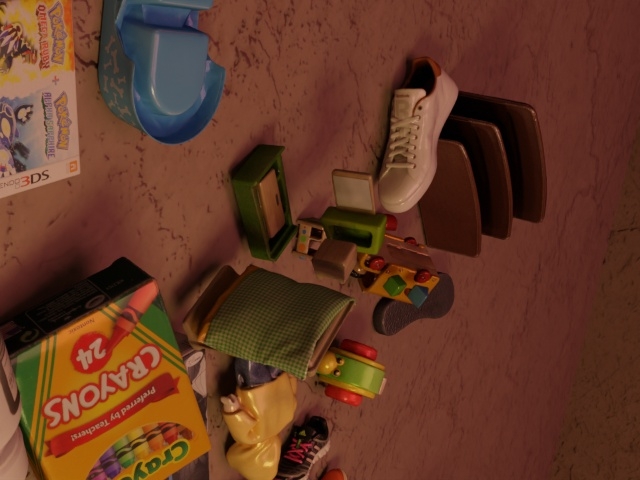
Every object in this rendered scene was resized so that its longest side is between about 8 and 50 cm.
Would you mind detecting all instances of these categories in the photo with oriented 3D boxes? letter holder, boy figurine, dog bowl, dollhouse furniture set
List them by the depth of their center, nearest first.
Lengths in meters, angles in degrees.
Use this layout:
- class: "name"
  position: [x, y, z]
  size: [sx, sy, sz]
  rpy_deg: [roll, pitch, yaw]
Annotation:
- class: "dog bowl"
  position: [-0.184, -0.267, 1.162]
  size: [0.166, 0.074, 0.297]
  rpy_deg: [-12, 114, -56]
- class: "dollhouse furniture set"
  position: [-0.049, 0.019, 1.349]
  size: [0.301, 0.197, 0.151]
  rpy_deg: [-57, 148, -44]
- class: "boy figurine"
  position: [-0.094, 0.244, 1.528]
  size: [0.177, 0.092, 0.285]
  rpy_deg: [-30, 128, -51]
- class: "letter holder"
  position: [0.312, -0.118, 1.905]
  size: [0.152, 0.214, 0.302]
  rpy_deg: [-52, 143, -33]

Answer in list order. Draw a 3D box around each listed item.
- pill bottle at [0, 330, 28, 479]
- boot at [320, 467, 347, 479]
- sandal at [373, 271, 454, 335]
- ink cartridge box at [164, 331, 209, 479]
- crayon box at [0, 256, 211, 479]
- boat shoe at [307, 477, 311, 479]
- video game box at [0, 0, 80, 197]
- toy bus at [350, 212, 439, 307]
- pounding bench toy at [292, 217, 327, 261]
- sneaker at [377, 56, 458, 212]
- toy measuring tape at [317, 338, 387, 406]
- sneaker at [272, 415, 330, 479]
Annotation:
- class: "pill bottle"
  position: [-0.380, 0.127, 0.933]
  size: [0.161, 0.161, 0.283]
  rpy_deg: [-40, 136, -44]
- class: "boot"
  position: [-0.005, 0.483, 1.819]
  size: [0.158, 0.059, 0.085]
  rpy_deg: [-58, 141, -24]
- class: "sandal"
  position: [0.186, 0.119, 1.980]
  size: [0.254, 0.054, 0.097]
  rpy_deg: [-14, 108, -46]
- class: "ink cartridge box"
  position: [-0.228, 0.309, 1.366]
  size: [0.165, 0.065, 0.333]
  rpy_deg: [-31, 130, -50]
- class: "crayon box"
  position: [-0.254, 0.206, 1.172]
  size: [0.202, 0.081, 0.318]
  rpy_deg: [-31, 125, -26]
- class: "boat shoe"
  position: [-0.079, 0.543, 1.652]
  size: [0.121, 0.119, 0.335]
  rpy_deg: [60, 26, -29]
- class: "video game box"
  position: [-0.331, -0.145, 1.003]
  size: [0.187, 0.048, 0.205]
  rpy_deg: [-30, 128, -53]
- class: "toy bus"
  position: [0.107, 0.048, 1.747]
  size: [0.104, 0.202, 0.191]
  rpy_deg: [-55, 168, 30]
- class: "pounding bench toy"
  position: [0.000, 0.000, 1.606]
  size: [0.083, 0.052, 0.065]
  rpy_deg: [-9, 111, -57]
- class: "sneaker"
  position: [0.150, -0.194, 1.733]
  size: [0.123, 0.106, 0.290]
  rpy_deg: [42, 59, -47]
- class: "toy measuring tape"
  position: [0.084, 0.255, 1.802]
  size: [0.330, 0.121, 0.121]
  rpy_deg: [34, 74, -58]
- class: "sneaker"
  position: [-0.034, 0.361, 1.709]
  size: [0.170, 0.063, 0.075]
  rpy_deg: [-35, 133, -54]
